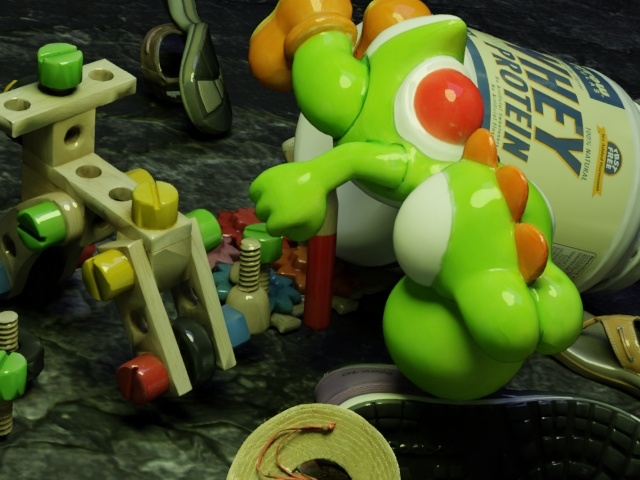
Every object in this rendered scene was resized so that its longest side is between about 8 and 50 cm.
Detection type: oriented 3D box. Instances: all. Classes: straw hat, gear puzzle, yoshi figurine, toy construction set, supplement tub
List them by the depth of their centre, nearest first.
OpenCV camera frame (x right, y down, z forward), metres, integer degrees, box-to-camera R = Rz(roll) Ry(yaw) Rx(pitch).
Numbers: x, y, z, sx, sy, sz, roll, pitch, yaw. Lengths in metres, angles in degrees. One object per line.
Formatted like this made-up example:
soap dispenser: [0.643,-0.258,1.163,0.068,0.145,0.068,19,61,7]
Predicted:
straw hat: [0.004,0.190,1.108,0.144,0.144,0.061,39,-8,39]
yoshi figurine: [0.068,-0.023,1.194,0.203,0.203,0.362,-29,53,3]
toy construction set: [-0.133,-0.028,1.231,0.308,0.237,0.257,-5,28,-21]
supplement tub: [0.163,-0.070,1.492,0.324,0.235,0.235,12,23,-36]
gear puzzle: [0.000,0.000,1.513,0.175,0.044,0.339,33,30,32]

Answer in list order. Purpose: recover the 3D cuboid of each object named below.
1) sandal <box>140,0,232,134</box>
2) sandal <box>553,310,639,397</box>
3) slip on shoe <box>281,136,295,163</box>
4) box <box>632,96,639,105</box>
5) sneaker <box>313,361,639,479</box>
sandal: [-0.160,-0.200,1.780,0.086,0.120,0.303,-17,29,-3]
sandal: [0.295,0.107,1.448,0.219,0.060,0.090,33,30,33]
slip on shoe: [0.017,-0.088,1.710,0.135,0.051,0.041,1,68,-44]
box: [0.443,-0.108,1.791,0.318,0.097,0.395,4,15,36]
sneaker: [0.135,0.140,1.249,0.283,0.107,0.124,10,21,-11]
